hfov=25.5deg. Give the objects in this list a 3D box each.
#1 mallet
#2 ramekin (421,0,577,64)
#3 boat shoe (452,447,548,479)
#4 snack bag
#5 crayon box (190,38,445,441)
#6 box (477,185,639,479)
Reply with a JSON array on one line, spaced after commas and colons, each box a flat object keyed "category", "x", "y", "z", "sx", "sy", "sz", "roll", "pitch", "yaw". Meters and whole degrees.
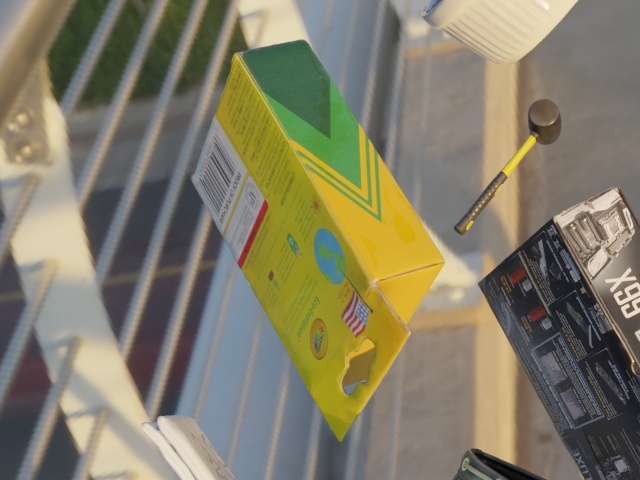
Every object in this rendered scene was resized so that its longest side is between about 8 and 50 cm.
[{"category": "mallet", "x": 0.218, "y": -0.086, "z": 1.647, "sx": 0.039, "sy": 0.062, "sz": 0.189, "roll": 35, "pitch": 73, "yaw": 21}, {"category": "ramekin", "x": 0.215, "y": -0.287, "z": 1.523, "sx": 0.207, "sy": 0.109, "sz": 0.207, "roll": -51, "pitch": 7, "yaw": 9}, {"category": "boat shoe", "x": 0.210, "y": 0.231, "z": 1.081, "sx": 0.305, "sy": 0.109, "sz": 0.091, "roll": 8, "pitch": 85, "yaw": 50}, {"category": "snack bag", "x": -0.058, "y": 0.315, "z": 1.408, "sx": 0.037, "sy": 0.342, "sz": 0.323, "roll": -36, "pitch": -4, "yaw": -6}, {"category": "crayon box", "x": 0.000, "y": 0.000, "z": 1.304, "sx": 0.081, "sy": 0.202, "sz": 0.318, "roll": -16, "pitch": 62, "yaw": -29}, {"category": "box", "x": 0.280, "y": 0.130, "z": 1.331, "sx": 0.077, "sy": 0.242, "sz": 0.307, "roll": -25, "pitch": 79, "yaw": -16}]
